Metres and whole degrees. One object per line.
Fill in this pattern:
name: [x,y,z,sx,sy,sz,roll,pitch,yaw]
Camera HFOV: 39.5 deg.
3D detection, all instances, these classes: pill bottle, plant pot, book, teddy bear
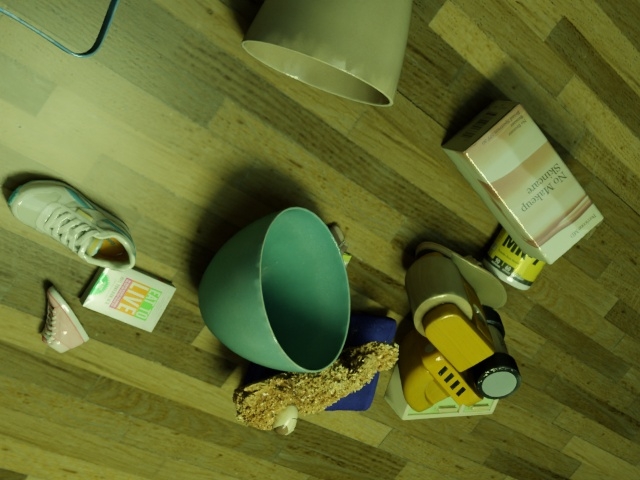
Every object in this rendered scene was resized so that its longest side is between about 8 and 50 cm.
pill bottle: [0.450,-0.009,1.919,0.119,0.119,0.208,19,107,-36]
plant pot: [-0.102,0.099,1.598,0.195,0.290,0.290,-10,138,30]
book: [-0.343,0.095,1.593,0.144,0.035,0.096,27,99,-37]
teddy bear: [0.002,0.282,1.706,0.338,0.113,0.245,-14,171,-46]
plant pot: [0.043,-0.385,1.397,0.257,0.256,0.274,20,91,-37]

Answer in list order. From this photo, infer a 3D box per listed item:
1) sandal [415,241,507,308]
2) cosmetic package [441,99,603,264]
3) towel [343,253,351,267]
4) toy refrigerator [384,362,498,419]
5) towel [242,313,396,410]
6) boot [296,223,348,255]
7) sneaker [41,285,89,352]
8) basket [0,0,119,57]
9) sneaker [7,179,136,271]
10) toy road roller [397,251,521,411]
sandal: [0.306,0.053,1.907,0.240,0.079,0.088,31,130,-19]
cosmetic package: [0.396,-0.115,1.749,0.153,0.129,0.296,-43,107,-2]
towel: [0.025,0.061,1.791,0.060,0.009,0.083,10,113,-33]
toy refrigerator: [0.293,0.346,2.064,0.270,0.094,0.102,3,116,-32]
towel: [-0.005,0.247,1.855,0.308,0.076,0.227,7,107,-32]
boot: [0.000,0.000,1.724,0.087,0.042,0.118,-43,122,-13]
sneaker: [-0.457,0.143,1.541,0.070,0.051,0.134,-31,133,-16]
basket: [-0.350,-0.417,1.158,0.255,0.201,0.289,25,94,-39]
sneaker: [-0.395,-0.023,1.448,0.229,0.092,0.087,28,104,-37]
toy road roller: [0.241,0.213,1.842,0.241,0.202,0.329,-31,122,16]
